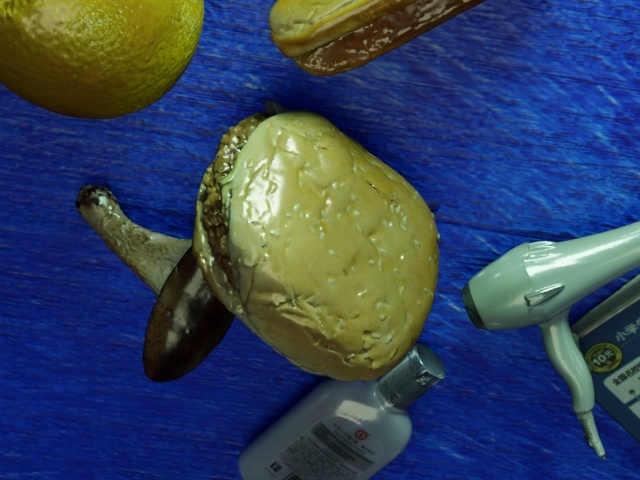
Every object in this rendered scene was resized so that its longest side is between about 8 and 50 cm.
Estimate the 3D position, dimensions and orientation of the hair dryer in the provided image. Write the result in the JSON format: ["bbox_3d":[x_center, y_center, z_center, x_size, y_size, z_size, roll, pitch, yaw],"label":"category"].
[{"bbox_3d":[0.320,0.088,1.259,0.229,0.092,0.267,-40,101,17],"label":"hair dryer"}]

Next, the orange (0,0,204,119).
[{"bbox_3d":[-0.220,-0.223,1.044,0.236,0.236,0.236,1,120,2],"label":"orange"}]

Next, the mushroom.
[{"bbox_3d":[-0.189,0.024,1.247,0.217,0.148,0.227,28,91,9],"label":"mushroom"}]

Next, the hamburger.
[{"bbox_3d":[0.000,0.001,1.145,0.283,0.259,0.145,34,148,-24],"label":"hamburger"}]

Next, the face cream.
[{"bbox_3d":[0.033,0.232,1.381,0.144,0.071,0.291,37,116,-17],"label":"face cream"}]

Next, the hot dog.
[{"bbox_3d":[0.105,-0.268,1.069,0.337,0.100,0.135,-27,160,15],"label":"hot dog"}]

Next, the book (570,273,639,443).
[{"bbox_3d":[0.518,0.178,1.342,0.300,0.039,0.428,-39,111,22],"label":"book"}]
